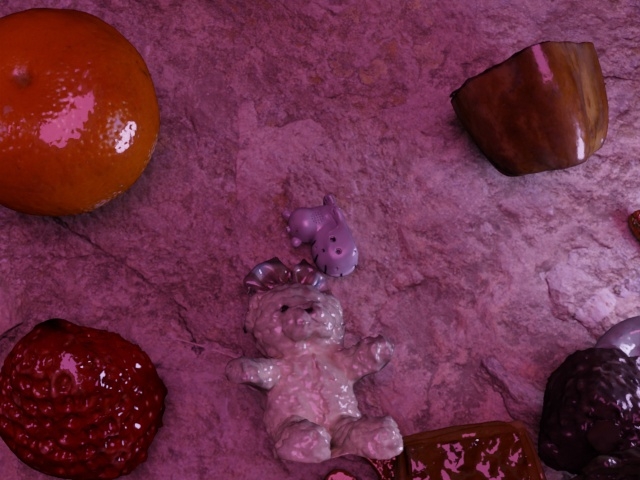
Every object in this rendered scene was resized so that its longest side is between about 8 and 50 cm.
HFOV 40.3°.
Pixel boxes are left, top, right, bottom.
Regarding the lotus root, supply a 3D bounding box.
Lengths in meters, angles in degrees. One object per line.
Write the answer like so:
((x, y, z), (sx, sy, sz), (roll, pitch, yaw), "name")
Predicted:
((0.448, -0.261, 1.829), (0.316, 0.316, 0.250), (-21, 91, -9), "lotus root")

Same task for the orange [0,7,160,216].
((-0.522, -0.244, 1.725), (0.424, 0.326, 0.424), (-1, 73, 2), "orange")

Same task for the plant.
((0.513, 0.358, 1.559), (0.213, 0.215, 0.312), (19, 34, -6), "plant")

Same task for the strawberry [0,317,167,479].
((-0.438, 0.274, 1.537), (0.295, 0.345, 0.317), (-35, 76, -14), "strawberry")

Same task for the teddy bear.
((-0.015, 0.198, 1.601), (0.327, 0.375, 0.362), (0, 85, -15), "teddy bear")

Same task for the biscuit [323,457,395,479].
((0.170, 0.510, 1.637), (0.334, 0.047, 0.202), (36, 74, 12), "biscuit")

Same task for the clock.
((0.000, 0.000, 1.789), (0.117, 0.080, 0.176), (-20, 72, -10), "clock")

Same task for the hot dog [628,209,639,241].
((0.706, -0.004, 1.840), (0.062, 0.038, 0.144), (-28, 74, -12), "hot dog")

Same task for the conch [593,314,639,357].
((0.635, 0.236, 1.711), (0.221, 0.121, 0.185), (4, 86, 6), "conch")

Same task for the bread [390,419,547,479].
((0.260, 0.493, 1.531), (0.277, 0.167, 0.324), (-6, 72, -9), "bread")
